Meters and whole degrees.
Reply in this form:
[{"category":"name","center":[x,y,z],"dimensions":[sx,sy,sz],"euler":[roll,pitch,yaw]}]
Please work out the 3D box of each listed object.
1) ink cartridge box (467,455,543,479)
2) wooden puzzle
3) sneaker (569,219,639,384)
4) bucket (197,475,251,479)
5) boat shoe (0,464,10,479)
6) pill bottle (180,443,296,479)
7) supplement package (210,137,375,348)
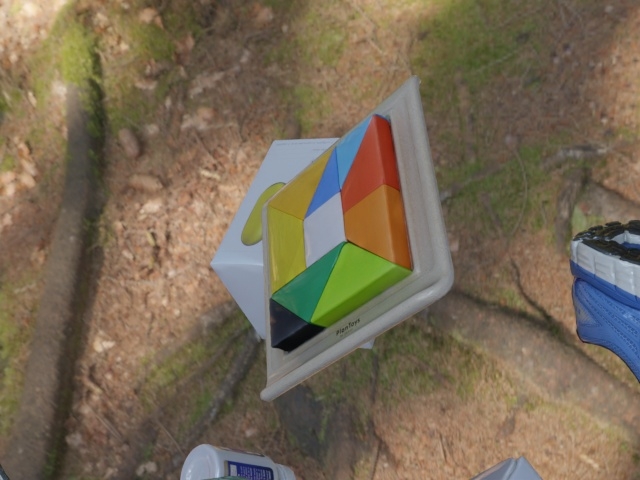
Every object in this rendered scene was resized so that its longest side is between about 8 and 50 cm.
[{"category":"ink cartridge box","center":[0.183,0.371,0.679],"dimensions":[0.306,0.131,0.226],"euler":[50,39,4]},{"category":"wooden puzzle","center":[0.012,-0.005,0.717],"dimensions":[0.221,0.044,0.238],"euler":[-37,39,38]},{"category":"sneaker","center":[0.362,0.095,0.717],"dimensions":[0.130,0.147,0.330],"euler":[-19,30,-33]},{"category":"bucket","center":[-0.130,0.406,0.961],"dimensions":[0.281,0.183,0.281],"euler":[-5,71,13]},{"category":"boat shoe","center":[-0.247,0.094,0.460],"dimensions":[0.227,0.069,0.081],"euler":[47,40,-3]},{"category":"pill bottle","center":[-0.137,0.420,1.445],"dimensions":[0.112,0.187,0.112],"euler":[-25,55,41]},{"category":"supplement package","center":[0.000,0.000,1.296],"dimensions":[0.199,0.198,0.262],"euler":[1,50,29]}]
